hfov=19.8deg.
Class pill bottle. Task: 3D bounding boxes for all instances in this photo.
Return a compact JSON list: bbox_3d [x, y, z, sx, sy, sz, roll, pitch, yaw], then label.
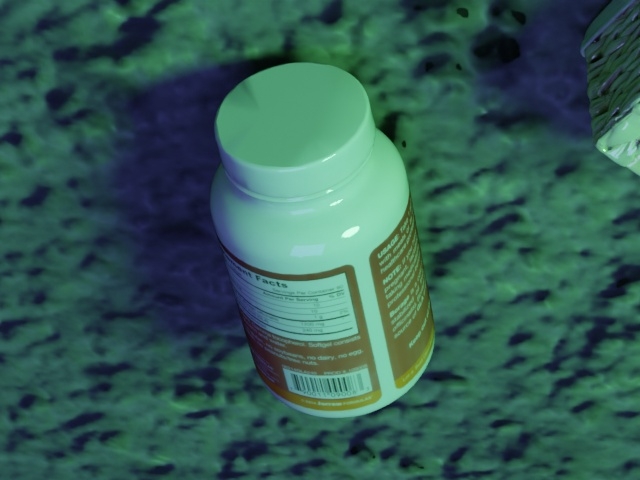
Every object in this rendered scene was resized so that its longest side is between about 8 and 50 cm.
[{"bbox_3d":[0.000,0.000,1.124,0.121,0.121,0.216,-2,137,10],"label":"pill bottle"}]

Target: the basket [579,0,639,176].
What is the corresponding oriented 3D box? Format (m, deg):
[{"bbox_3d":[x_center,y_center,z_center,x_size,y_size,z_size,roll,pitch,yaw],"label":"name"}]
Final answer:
[{"bbox_3d":[0.232,-0.103,0.993,0.113,0.103,0.167,27,135,-20],"label":"basket"}]
